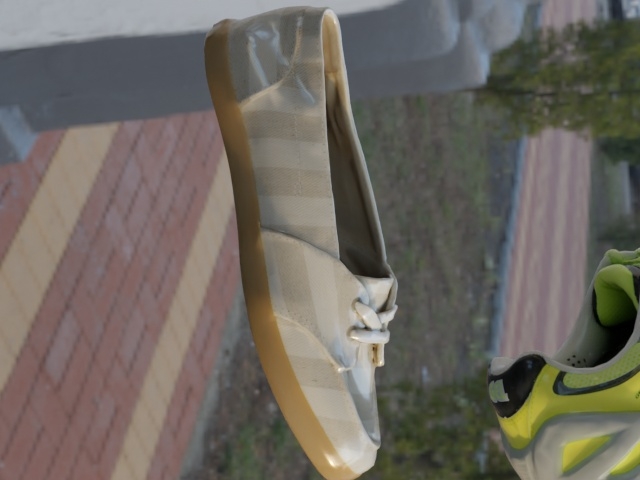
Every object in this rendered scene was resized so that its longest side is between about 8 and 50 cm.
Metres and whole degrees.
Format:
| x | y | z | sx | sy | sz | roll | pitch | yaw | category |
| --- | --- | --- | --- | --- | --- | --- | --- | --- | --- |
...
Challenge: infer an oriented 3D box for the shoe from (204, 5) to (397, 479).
| x | y | z | sx | sy | sz | roll | pitch | yaw | category |
| --- | --- | --- | --- | --- | --- | --- | --- | --- | --- |
| 0.000 | 0.000 | 0.531 | 0.076 | 0.058 | 0.219 | -11 | 87 | -73 | shoe |

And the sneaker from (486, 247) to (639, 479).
| x | y | z | sx | sy | sz | roll | pitch | yaw | category |
| --- | --- | --- | --- | --- | --- | --- | --- | --- | --- |
| 0.281 | 0.048 | 0.821 | 0.385 | 0.145 | 0.147 | -37 | 99 | -22 | sneaker |
